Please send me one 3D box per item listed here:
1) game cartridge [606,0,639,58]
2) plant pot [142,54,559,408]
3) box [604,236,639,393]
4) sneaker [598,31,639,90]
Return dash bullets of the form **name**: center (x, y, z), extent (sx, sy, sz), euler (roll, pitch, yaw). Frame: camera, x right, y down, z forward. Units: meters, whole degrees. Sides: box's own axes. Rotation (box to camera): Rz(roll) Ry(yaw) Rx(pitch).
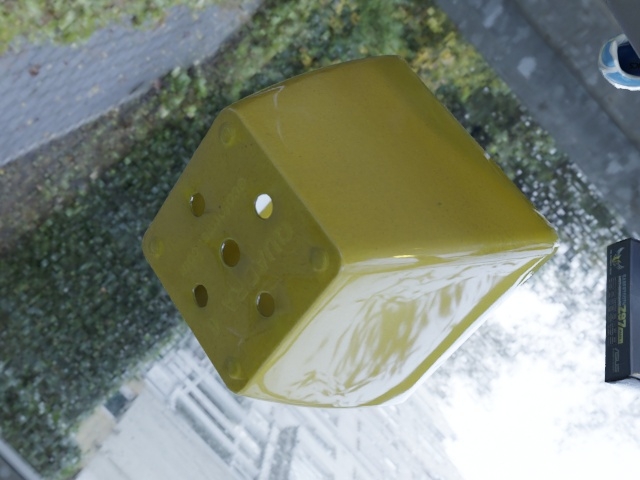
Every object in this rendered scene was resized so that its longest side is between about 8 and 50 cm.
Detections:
- **game cartridge**: center (0.349, -0.179, 0.615), extent (0.068, 0.355, 0.230), euler (-28, 177, -42)
- **plant pot**: center (0.000, 0.000, 0.618), extent (0.187, 0.212, 0.212), euler (-6, 142, -49)
- **box**: center (0.534, 0.131, 1.316), extent (0.059, 0.184, 0.232), euler (-33, -138, 58)
- **sneaker**: center (0.469, -0.230, 1.038), extent (0.237, 0.085, 0.086), euler (-3, 180, 18)
